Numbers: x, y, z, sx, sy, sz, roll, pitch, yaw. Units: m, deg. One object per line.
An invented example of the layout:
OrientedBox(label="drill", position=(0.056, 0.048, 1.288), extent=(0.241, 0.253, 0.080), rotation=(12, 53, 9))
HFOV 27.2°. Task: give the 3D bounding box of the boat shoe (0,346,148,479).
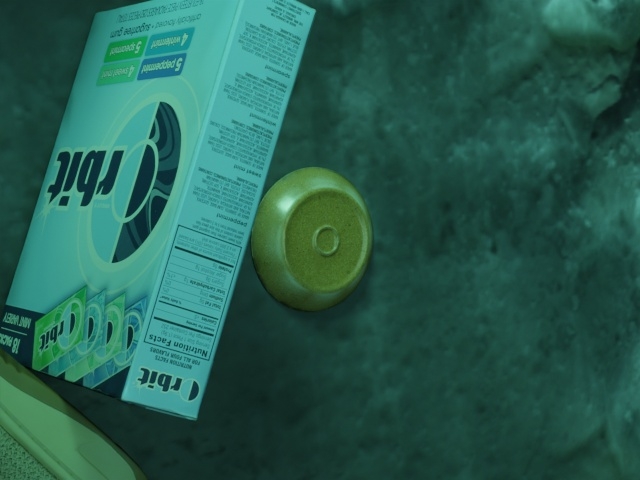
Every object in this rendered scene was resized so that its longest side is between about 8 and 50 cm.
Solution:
OrientedBox(label="boat shoe", position=(-0.204, 0.061, 0.571), extent=(0.302, 0.109, 0.098), rotation=(48, 67, -32))

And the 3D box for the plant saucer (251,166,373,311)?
OrientedBox(label="plant saucer", position=(0.000, 0.000, 0.753), extent=(0.083, 0.015, 0.083), rotation=(-2, 94, -34))

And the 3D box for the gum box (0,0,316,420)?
OrientedBox(label="gum box", position=(-0.083, -0.021, 0.613), extent=(0.041, 0.157, 0.184), rotation=(21, 81, -33))
